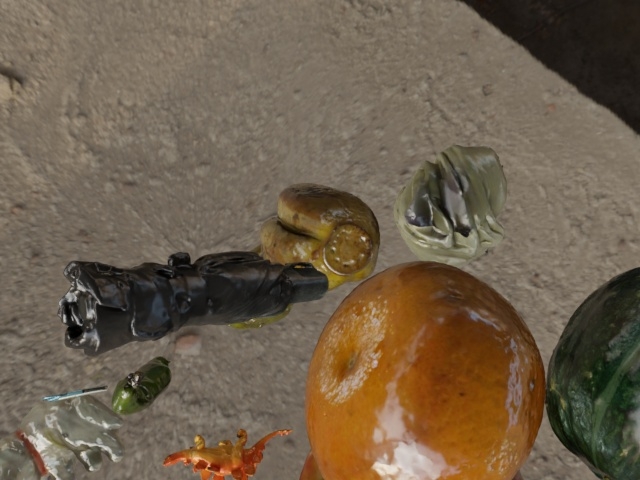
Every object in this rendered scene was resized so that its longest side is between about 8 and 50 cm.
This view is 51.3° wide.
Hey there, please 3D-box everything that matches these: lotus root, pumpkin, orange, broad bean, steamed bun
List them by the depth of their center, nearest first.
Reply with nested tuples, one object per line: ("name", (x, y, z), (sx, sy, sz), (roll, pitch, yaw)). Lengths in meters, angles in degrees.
("orange", (0.087, 0.129, 0.572), (0.170, 0.224, 0.224), (32, 82, -23))
("pumpkin", (0.362, 0.151, 0.746), (0.263, 0.293, 0.197), (-41, 59, -6))
("broad bean", (-0.219, 0.180, 0.823), (0.046, 0.195, 0.061), (38, 83, 1))
("lotus root", (-0.008, -0.001, 1.135), (0.193, 0.291, 0.193), (-6, 104, -25))
("steamed bun", (0.313, -0.084, 1.632), (0.275, 0.206, 0.320), (9, 89, 30))

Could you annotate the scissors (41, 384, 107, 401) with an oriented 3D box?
("scissors", (-0.467, 0.293, 1.274), (0.119, 0.058, 0.014), (-11, 73, -3))

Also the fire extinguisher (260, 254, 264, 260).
("fire extinguisher", (-0.118, 0.061, 1.468), (0.089, 0.072, 0.268), (30, 71, 15))

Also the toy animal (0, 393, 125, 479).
("toy animal", (-0.577, 0.446, 1.419), (0.188, 0.307, 0.266), (18, 84, -51))

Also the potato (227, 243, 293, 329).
("potato", (-0.122, 0.099, 1.594), (0.298, 0.141, 0.176), (-37, 105, 4))

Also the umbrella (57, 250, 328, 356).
("umbrella", (-0.088, 0.045, 0.538), (0.235, 0.059, 0.066), (-2, 115, -44))

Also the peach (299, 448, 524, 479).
("peach", (0.154, 0.418, 1.057), (0.388, 0.388, 0.389), (1, 87, -10))

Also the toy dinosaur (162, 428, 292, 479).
("toy dinosaur", (-0.194, 0.474, 1.444), (0.288, 0.070, 0.117), (-4, 44, -13))
